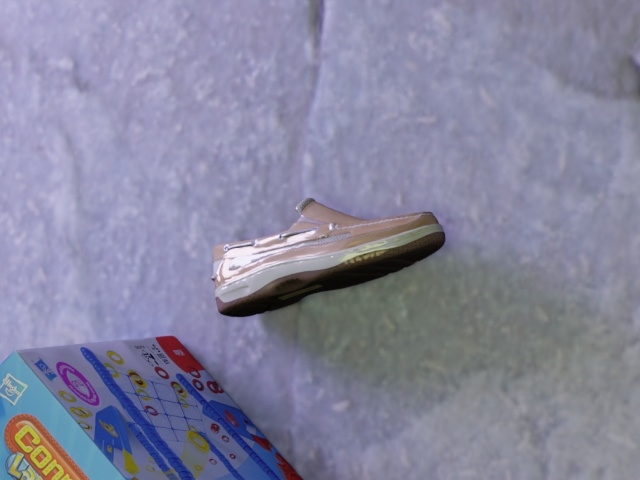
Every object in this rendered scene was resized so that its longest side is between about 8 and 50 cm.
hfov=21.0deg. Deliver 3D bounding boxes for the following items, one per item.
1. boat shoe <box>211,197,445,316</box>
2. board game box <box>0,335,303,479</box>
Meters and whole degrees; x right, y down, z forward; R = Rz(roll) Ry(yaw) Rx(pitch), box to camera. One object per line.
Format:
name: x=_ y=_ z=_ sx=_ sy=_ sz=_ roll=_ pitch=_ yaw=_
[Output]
boat shoe: x=0.000 y=0.000 z=1.320 sx=0.190 sy=0.068 sz=0.072 roll=-16 pitch=74 yaw=16
board game box: x=-0.085 y=0.208 z=1.216 sx=0.086 sy=0.308 sz=0.302 roll=-45 pitch=79 yaw=10
